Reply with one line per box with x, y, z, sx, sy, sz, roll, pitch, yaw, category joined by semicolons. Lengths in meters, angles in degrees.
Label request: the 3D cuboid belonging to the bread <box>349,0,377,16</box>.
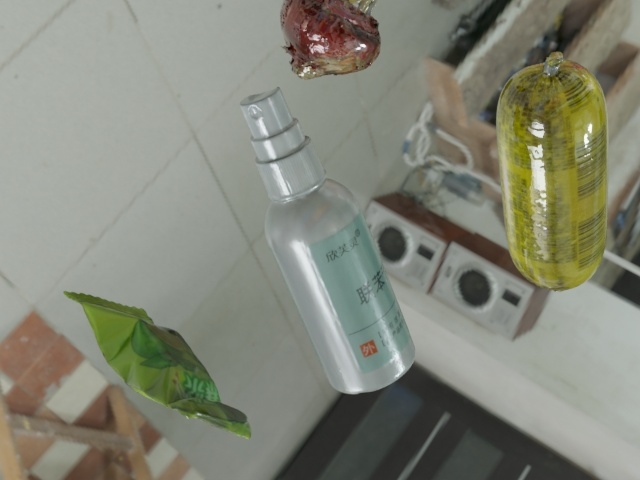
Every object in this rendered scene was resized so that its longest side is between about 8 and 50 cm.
-0.039;-0.535;1.758;0.183;0.236;0.389;-35;151;26;bread

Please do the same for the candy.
-0.190;0.147;1.128;0.069;0.246;0.149;-47;150;5;candy

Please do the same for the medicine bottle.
0.000;0.000;1.062;0.110;0.110;0.351;-39;117;-35;medicine bottle

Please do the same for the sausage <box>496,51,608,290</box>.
0.271;-0.071;1.121;0.123;0.123;0.347;-43;139;-29;sausage

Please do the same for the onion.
0.005;-0.329;1.561;0.147;0.184;0.184;-52;156;18;onion
